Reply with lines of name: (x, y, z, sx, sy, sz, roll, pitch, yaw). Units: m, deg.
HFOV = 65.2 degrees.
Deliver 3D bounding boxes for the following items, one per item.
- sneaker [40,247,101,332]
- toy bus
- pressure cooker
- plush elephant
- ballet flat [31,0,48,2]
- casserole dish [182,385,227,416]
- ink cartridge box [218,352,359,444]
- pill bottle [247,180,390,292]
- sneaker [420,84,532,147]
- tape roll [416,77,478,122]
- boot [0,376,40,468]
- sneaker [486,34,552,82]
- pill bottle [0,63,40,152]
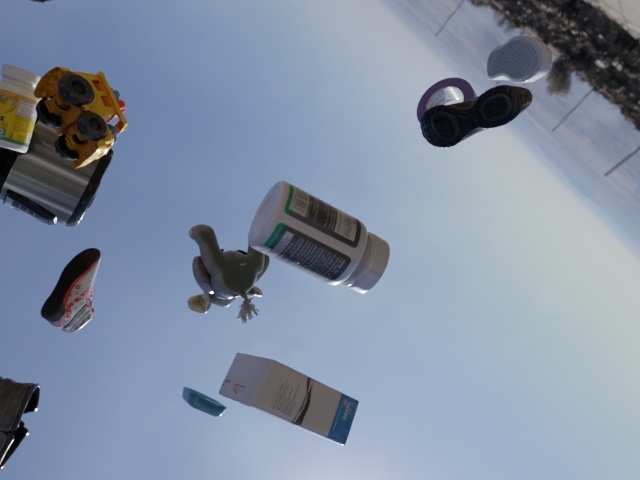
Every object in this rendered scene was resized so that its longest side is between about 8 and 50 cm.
sneaker: (-0.777, 0.165, 1.623, 0.145, 0.090, 0.270, 74, -149, -53)
toy bus: (-0.570, -0.313, 1.267, 0.211, 0.149, 0.220, -30, -85, -58)
pressure cooker: (-1.052, -0.286, 1.888, 0.420, 0.370, 0.375, 28, -154, -28)
plush elephant: (-0.315, 0.120, 1.670, 0.272, 0.255, 0.330, -7, -98, -35)
ballet flat: (-0.561, -0.560, 1.079, 0.241, 0.091, 0.077, 6, -165, 26)
casserole dish: (-0.330, 0.451, 1.397, 0.114, 0.188, 0.037, 31, -110, -19)
ink cartridge box: (-0.087, 0.431, 1.373, 0.307, 0.223, 0.129, 34, -113, -27)
pill bottle: (0.000, 0.000, 1.392, 0.361, 0.204, 0.204, 27, -153, -20)
sneaker: (0.373, -0.297, 1.208, 0.130, 0.286, 0.109, -23, -78, -40)
tape roll: (0.409, -0.416, 1.596, 0.080, 0.189, 0.189, 31, -156, -50)
boot: (-0.690, 0.381, 0.915, 0.223, 0.338, 0.118, 31, -177, -10)
sneaker: (0.629, -0.542, 1.498, 0.150, 0.135, 0.366, -3, -159, -1)
pill bottle: (-0.814, -0.348, 1.320, 0.118, 0.208, 0.117, 16, -179, 0)
